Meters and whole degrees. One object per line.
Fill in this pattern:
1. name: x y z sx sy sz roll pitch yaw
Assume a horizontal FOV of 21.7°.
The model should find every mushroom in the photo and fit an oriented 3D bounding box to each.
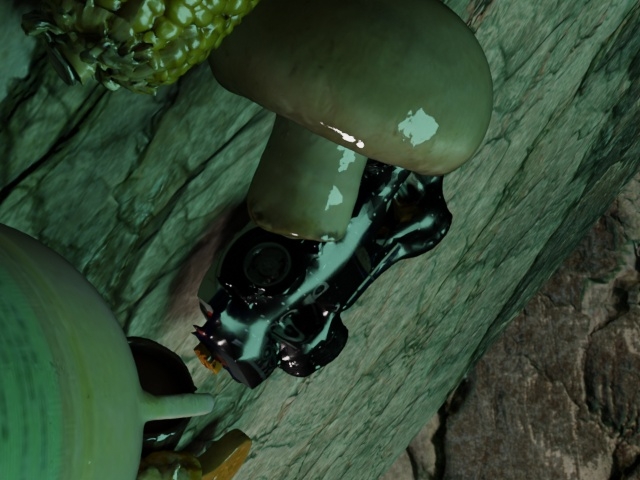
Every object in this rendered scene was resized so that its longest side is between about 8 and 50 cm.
1. mushroom: 0.009 -0.090 1.139 0.204 0.204 0.204 -46 164 -17

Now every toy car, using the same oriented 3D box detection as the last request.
1. toy car: -0.002 0.000 1.499 0.301 0.118 0.193 -47 156 -11

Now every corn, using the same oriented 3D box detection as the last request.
1. corn: -0.037 -0.207 0.927 0.318 0.115 0.115 -50 165 -6

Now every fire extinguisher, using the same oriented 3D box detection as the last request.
1. fire extinguisher: -0.200 0.201 1.437 0.341 0.105 0.141 -58 -173 48

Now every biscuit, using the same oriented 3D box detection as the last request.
1. biscuit: -0.199 0.299 1.771 0.340 0.047 0.216 -22 145 -57

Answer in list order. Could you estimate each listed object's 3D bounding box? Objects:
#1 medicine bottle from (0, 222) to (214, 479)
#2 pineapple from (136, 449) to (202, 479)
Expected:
1. medicine bottle: -0.223 0.096 0.849 0.235 0.236 0.406 -53 165 7
2. pineapple: -0.149 0.275 1.323 0.114 0.186 0.236 -6 105 -25
